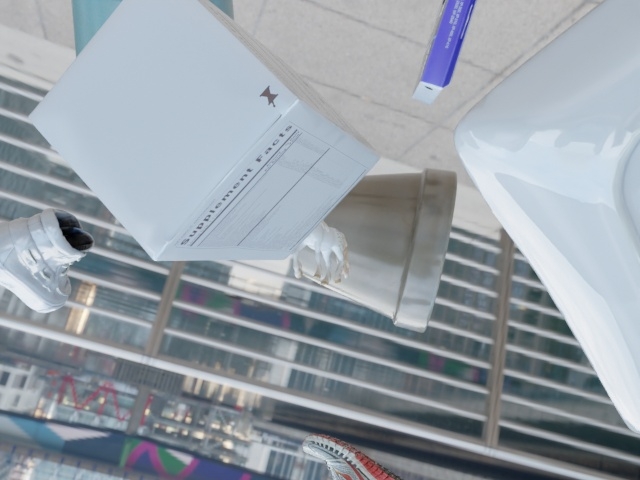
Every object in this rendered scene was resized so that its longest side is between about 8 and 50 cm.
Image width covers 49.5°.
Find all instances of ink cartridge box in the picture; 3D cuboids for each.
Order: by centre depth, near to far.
[{"bbox_3d":[0.204,-0.334,1.108,0.045,0.206,0.208,18,-178,-1],"label":"ink cartridge box"}]

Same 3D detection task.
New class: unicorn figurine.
[{"bbox_3d":[0.000,0.000,0.950,0.060,0.111,0.162,2,169,14],"label":"unicorn figurine"}]

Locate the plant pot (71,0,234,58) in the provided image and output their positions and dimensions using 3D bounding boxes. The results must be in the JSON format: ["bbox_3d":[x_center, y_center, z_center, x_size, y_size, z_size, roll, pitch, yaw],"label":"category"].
[{"bbox_3d":[-0.288,-0.342,1.223,0.341,0.341,0.334,14,141,3],"label":"plant pot"}]

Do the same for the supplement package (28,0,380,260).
[{"bbox_3d":[-0.066,-0.077,0.530,0.134,0.139,0.244,46,-170,12],"label":"supplement package"}]

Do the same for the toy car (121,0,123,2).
[{"bbox_3d":[-0.181,-0.243,0.709,0.060,0.122,0.040,-27,114,8],"label":"toy car"}]

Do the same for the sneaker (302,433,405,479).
[{"bbox_3d":[0.049,0.405,1.184,0.225,0.093,0.088,24,170,39],"label":"sneaker"}]

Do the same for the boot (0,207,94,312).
[{"bbox_3d":[-0.384,0.031,1.009,0.123,0.095,0.258,-20,165,-5],"label":"boot"}]

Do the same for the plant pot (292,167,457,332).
[{"bbox_3d":[0.100,-0.001,1.379,0.280,0.323,0.323,10,165,6],"label":"plant pot"}]

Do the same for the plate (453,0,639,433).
[{"bbox_3d":[0.243,-0.038,0.364,0.277,0.278,0.045,50,-178,-31],"label":"plate"}]
